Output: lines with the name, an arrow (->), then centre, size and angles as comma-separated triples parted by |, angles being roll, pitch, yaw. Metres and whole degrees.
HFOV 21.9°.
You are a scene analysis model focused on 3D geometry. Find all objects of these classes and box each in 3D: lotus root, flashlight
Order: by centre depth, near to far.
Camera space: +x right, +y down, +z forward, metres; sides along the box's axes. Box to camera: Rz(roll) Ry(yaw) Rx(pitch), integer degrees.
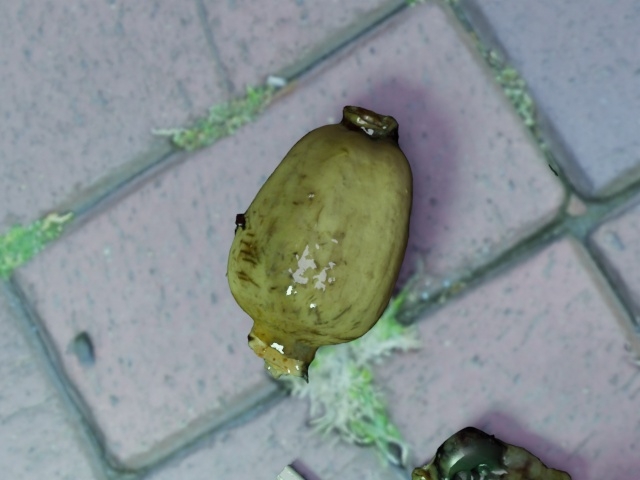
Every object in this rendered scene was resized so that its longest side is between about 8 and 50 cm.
lotus root -> 0.000, 0.000, 1.494 | 0.154, 0.140, 0.256 | 19, 82, 4
flashlight -> -0.004, 0.241, 1.531 | 0.083, 0.018, 0.018 | 41, 90, 11

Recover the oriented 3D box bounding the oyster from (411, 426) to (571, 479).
oyster -> 0.112, 0.351, 1.468 | 0.221, 0.096, 0.361 | 34, 88, 17
